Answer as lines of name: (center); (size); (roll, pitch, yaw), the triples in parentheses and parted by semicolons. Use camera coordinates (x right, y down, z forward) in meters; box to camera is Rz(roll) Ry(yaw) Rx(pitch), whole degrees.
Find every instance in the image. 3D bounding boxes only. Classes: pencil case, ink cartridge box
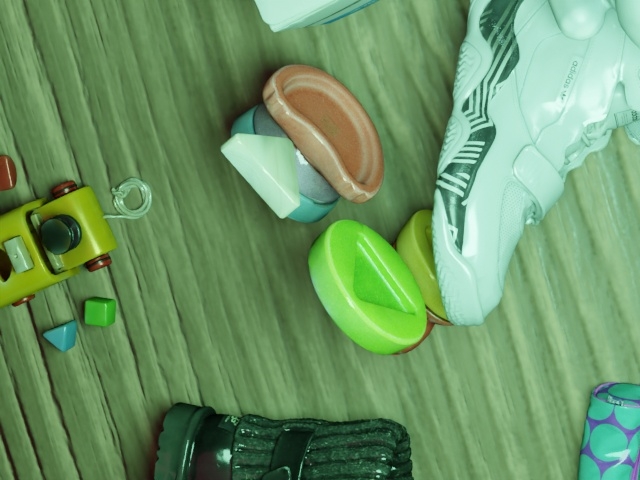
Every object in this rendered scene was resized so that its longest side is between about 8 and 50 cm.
pencil case: (0.291, 0.220, 1.699); (0.070, 0.064, 0.152); (14, 104, 38)
ink cartridge box: (-0.013, -0.279, 1.633); (0.082, 0.190, 0.139); (-22, 93, 17)

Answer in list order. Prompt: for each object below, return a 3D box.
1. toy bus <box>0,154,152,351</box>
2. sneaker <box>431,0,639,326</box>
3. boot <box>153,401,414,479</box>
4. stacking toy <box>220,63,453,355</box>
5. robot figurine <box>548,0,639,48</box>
toy bus: (-0.302, 0.009, 1.804); (0.191, 0.104, 0.202); (21, 104, 11)
sneaker: (0.224, -0.090, 1.587); (0.210, 0.137, 0.366); (8, 76, 11)
boot: (-0.044, 0.340, 1.775); (0.260, 0.131, 0.348); (7, 100, 14)
stacking toy: (0.000, 0.000, 1.641); (0.130, 0.279, 0.309); (-37, 89, 28)
robot figurine: (0.324, -0.291, 1.496); (0.300, 0.200, 0.353); (-30, 57, 20)
